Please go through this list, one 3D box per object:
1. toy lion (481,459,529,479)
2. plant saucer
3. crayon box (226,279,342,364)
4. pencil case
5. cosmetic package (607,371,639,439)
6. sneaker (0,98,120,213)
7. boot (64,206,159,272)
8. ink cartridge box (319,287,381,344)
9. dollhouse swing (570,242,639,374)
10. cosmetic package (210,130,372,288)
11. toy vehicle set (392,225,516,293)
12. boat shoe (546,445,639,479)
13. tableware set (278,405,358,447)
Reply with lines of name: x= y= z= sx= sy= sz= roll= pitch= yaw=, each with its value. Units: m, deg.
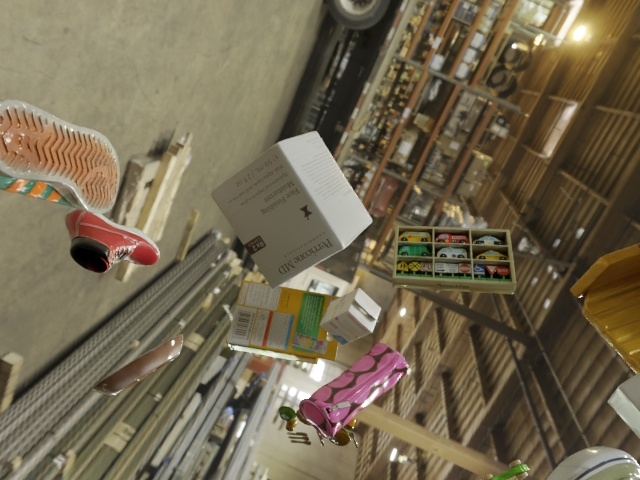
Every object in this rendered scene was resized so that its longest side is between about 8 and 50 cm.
toy lion: x=0.373 y=0.476 z=1.064 sx=0.100 sy=0.034 sz=0.096 roll=-25 pitch=147 yaw=-2
plant saucer: x=-0.358 y=0.258 z=1.070 sx=0.199 sy=0.036 sz=0.198 roll=-33 pitch=175 yaw=-3
crayon box: x=-0.098 y=0.251 z=1.599 sx=0.083 sy=0.323 sz=0.203 roll=88 pitch=12 yaw=-63
pencil case: x=0.067 y=0.265 z=0.953 sx=0.209 sy=0.095 sz=0.098 roll=-32 pitch=157 yaw=-32
cosmetic package: x=0.678 y=0.374 z=1.021 sx=0.086 sy=0.231 sz=0.117 roll=-32 pitch=145 yaw=-4
sneaker: x=-0.361 y=-0.106 z=0.664 sx=0.302 sy=0.121 sz=0.108 roll=60 pitch=40 yaw=-80
boot: x=-0.458 y=0.035 z=1.196 sx=0.088 sy=0.244 sz=0.176 roll=-43 pitch=-133 yaw=10
ink cartridge box: x=0.086 y=0.202 z=1.419 sx=0.143 sy=0.092 sz=0.090 roll=-33 pitch=-160 yaw=43
dollhouse swing: x=0.815 y=0.104 z=1.138 sx=0.304 sy=0.315 sz=0.346 roll=93 pitch=-24 yaw=-47
cosmetic package: x=-0.041 y=-0.052 z=0.852 sx=0.151 sy=0.183 sz=0.151 roll=-31 pitch=-177 yaw=28
toy vehicle set: x=0.303 y=0.041 z=1.221 sx=0.035 sy=0.267 sz=0.165 roll=84 pitch=12 yaw=-47
boat shoe: x=0.259 y=0.315 z=0.539 sx=0.094 sy=0.302 sz=0.109 roll=10 pitch=-67 yaw=55
tableware set: x=-0.003 y=0.355 z=1.026 sx=0.024 sy=0.154 sz=0.104 roll=-62 pitch=140 yaw=-52
